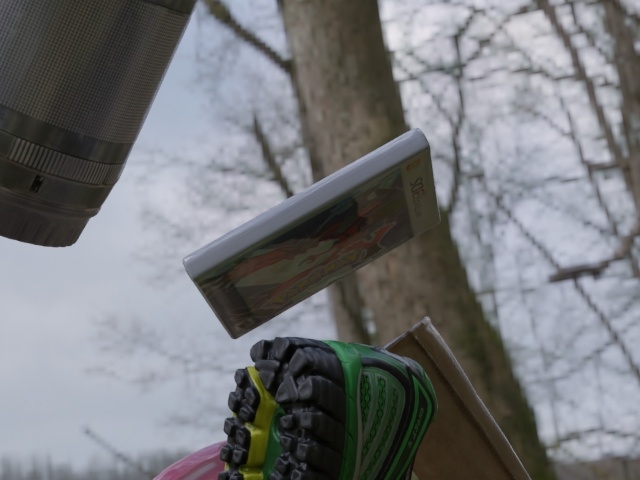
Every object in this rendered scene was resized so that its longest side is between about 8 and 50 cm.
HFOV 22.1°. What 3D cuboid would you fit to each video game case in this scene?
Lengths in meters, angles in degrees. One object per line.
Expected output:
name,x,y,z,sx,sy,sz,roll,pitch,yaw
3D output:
video game case,0.000,0.000,1.274,0.201,0.023,0.183,-29,-19,-3

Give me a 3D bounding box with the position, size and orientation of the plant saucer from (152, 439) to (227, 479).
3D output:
plant saucer,-0.049,0.330,1.347,0.332,0.332,0.084,9,2,-37

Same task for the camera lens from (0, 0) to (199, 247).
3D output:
camera lens,-0.244,-0.159,1.393,0.219,0.274,0.219,25,10,-5

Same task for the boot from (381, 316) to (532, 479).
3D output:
boot,0.110,0.205,1.283,0.089,0.269,0.236,-34,-3,15

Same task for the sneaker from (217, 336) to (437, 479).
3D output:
sneaker,0.003,0.234,1.115,0.146,0.343,0.134,4,19,-33
